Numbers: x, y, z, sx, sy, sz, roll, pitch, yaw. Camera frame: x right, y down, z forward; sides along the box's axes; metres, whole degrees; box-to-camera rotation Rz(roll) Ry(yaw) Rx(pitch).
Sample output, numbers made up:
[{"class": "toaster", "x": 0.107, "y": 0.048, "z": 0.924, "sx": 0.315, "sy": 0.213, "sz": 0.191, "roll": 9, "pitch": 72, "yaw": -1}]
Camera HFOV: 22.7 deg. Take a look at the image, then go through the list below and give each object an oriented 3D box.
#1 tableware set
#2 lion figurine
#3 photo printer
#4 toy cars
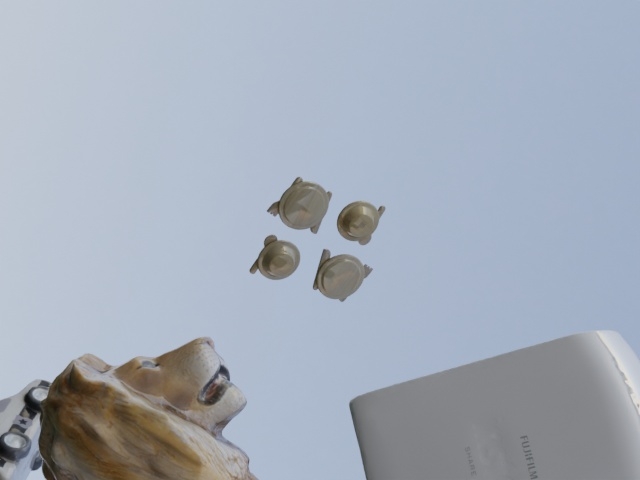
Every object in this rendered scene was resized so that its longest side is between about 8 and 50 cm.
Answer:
[{"class": "tableware set", "x": 0.000, "y": 0.000, "z": 1.955, "sx": 0.141, "sy": 0.168, "sz": 0.020, "roll": -64, "pitch": -151, "yaw": 17}, {"class": "lion figurine", "x": -0.064, "y": 0.221, "z": 1.046, "sx": 0.142, "sy": 0.240, "sz": 0.392, "roll": -51, "pitch": 162, "yaw": -26}, {"class": "photo printer", "x": 0.202, "y": 0.235, "z": 1.588, "sx": 0.307, "sy": 0.107, "sz": 0.256, "roll": -16, "pitch": -115, "yaw": 9}, {"class": "toy cars", "x": -0.380, "y": 0.314, "z": 1.694, "sx": 0.176, "sy": 0.087, "sz": 0.394, "roll": 107, "pitch": 1, "yaw": -69}]
